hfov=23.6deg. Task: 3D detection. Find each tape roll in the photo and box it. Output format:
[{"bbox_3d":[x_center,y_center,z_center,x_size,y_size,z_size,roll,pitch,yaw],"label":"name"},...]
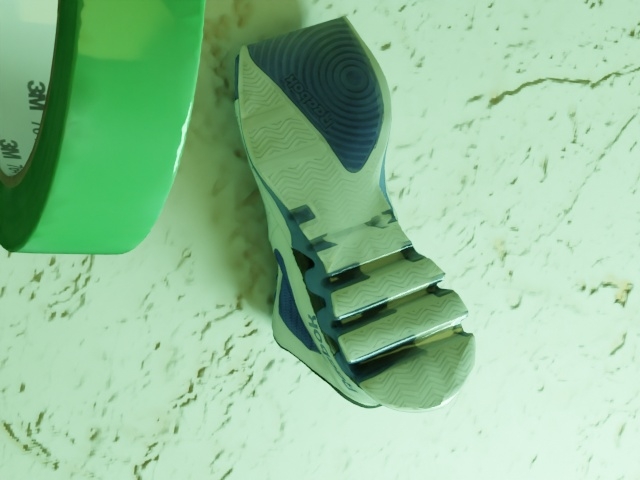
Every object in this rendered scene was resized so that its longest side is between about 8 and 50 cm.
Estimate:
[{"bbox_3d":[-0.160,-0.152,0.987,0.077,0.321,0.321,2,101,-23],"label":"tape roll"}]

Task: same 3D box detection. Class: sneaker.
[{"bbox_3d":[0.001,0.001,1.205,0.127,0.182,0.315,-15,79,-21],"label":"sneaker"}]
